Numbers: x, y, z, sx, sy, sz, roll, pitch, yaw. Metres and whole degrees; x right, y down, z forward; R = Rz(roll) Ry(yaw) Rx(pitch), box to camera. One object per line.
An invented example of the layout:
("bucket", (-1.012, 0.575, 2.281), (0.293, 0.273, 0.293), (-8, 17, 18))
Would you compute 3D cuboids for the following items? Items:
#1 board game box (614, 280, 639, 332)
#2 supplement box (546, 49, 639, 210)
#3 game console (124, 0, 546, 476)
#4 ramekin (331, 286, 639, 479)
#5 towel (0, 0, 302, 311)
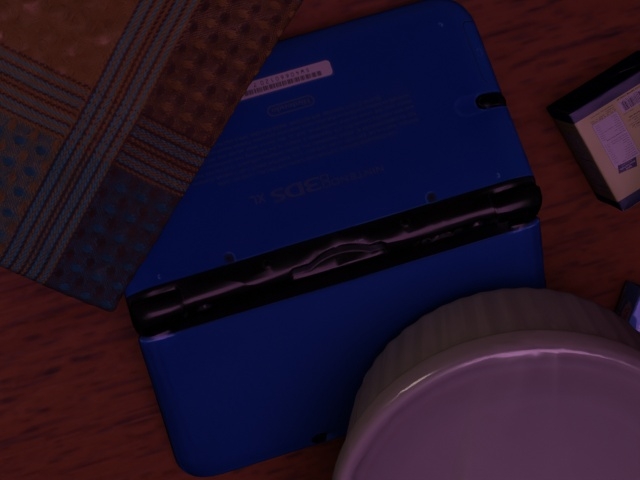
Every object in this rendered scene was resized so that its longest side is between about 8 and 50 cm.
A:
("board game box", (0.302, 0.140, 1.323), (0.211, 0.039, 0.160), (19, 96, -13))
("supplement box", (0.225, -0.080, 1.260), (0.083, 0.056, 0.083), (-32, 104, -3))
("game console", (0.000, 0.000, 1.253), (0.293, 0.173, 0.250), (-16, 72, -7))
("ramekin", (0.138, 0.155, 1.205), (0.273, 0.127, 0.273), (-2, 118, -3))
("towel", (-0.221, -0.137, 1.046), (0.370, 0.040, 0.271), (27, 104, -26))
